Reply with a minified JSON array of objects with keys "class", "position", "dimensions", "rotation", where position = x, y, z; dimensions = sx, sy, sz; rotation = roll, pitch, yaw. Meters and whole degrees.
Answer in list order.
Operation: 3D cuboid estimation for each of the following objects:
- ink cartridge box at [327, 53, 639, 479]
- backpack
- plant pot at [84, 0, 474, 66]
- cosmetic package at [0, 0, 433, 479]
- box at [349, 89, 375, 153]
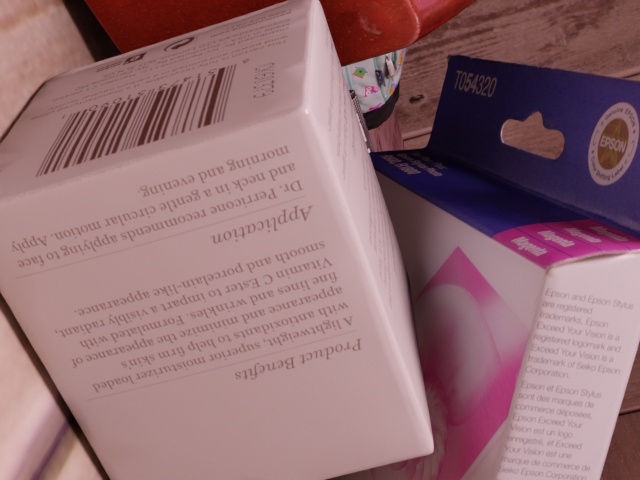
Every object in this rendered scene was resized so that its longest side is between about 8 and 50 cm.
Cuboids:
[{"class":"ink cartridge box","position":[0.073,0.049,0.588],"dimensions":[0.324,0.071,0.330],"rotation":[-136,-123,-71]},{"class":"backpack","position":[0.029,-0.218,0.960],"dimensions":[0.182,0.115,0.152],"rotation":[76,2,-47]},{"class":"plant pot","position":[-0.026,-0.229,0.564],"dimensions":[0.267,0.267,0.235],"rotation":[57,37,-32]},{"class":"cosmetic package","position":[-0.045,0.007,0.461],"dimensions":[0.151,0.151,0.183],"rotation":[-89,161,-59]},{"class":"box","position":[0.000,0.000,0.796],"dimensions":[0.184,0.045,0.190],"rotation":[-47,128,-41]}]
